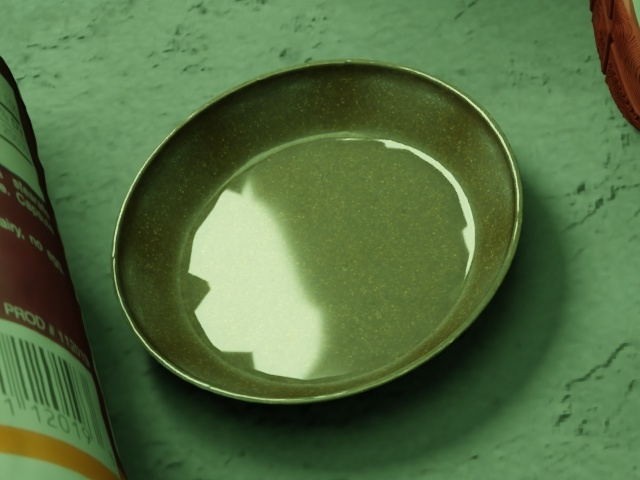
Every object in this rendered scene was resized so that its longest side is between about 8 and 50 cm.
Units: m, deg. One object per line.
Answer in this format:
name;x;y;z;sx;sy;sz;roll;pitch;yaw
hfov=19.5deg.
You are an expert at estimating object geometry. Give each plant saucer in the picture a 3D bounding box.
plant saucer;0.000;0.000;0.885;0.198;0.036;0.198;-8;52;10

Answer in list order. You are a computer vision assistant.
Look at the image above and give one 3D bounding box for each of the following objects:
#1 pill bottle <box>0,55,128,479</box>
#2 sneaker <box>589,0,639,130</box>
pill bottle;-0.222;0.025;0.811;0.224;0.224;0.392;-21;52;0
sneaker;0.195;-0.158;0.916;0.128;0.087;0.221;-6;65;1
